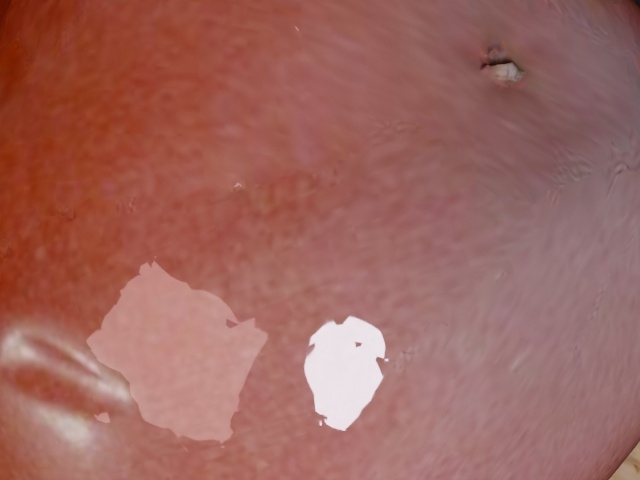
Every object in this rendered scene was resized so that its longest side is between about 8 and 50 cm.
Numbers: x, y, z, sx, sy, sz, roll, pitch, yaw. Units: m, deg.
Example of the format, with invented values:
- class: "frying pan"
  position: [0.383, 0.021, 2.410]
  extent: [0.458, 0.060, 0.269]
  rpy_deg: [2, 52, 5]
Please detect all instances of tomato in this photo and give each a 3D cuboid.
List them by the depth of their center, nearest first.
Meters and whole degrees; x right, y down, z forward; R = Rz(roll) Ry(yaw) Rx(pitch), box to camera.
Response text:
- class: "tomato"
  position: [0.000, 0.000, 0.553]
  extent: [0.273, 0.341, 0.341]
  rpy_deg: [-21, 95, 47]

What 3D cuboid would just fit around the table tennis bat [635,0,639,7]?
- class: "table tennis bat"
  position: [0.152, -0.072, 0.631]
  extent: [0.158, 0.014, 0.095]
  rpy_deg: [24, 118, 26]
